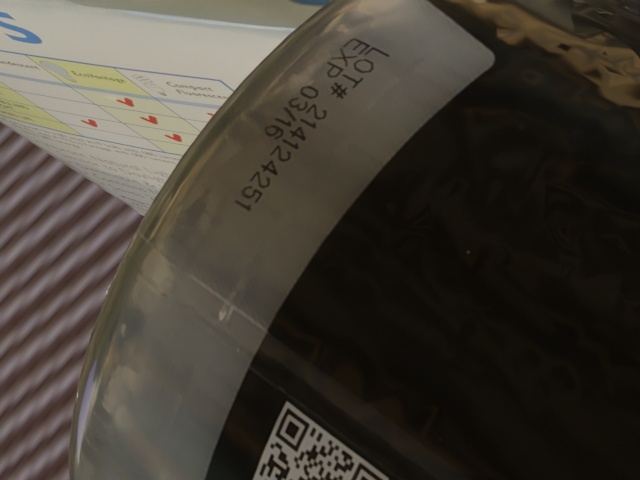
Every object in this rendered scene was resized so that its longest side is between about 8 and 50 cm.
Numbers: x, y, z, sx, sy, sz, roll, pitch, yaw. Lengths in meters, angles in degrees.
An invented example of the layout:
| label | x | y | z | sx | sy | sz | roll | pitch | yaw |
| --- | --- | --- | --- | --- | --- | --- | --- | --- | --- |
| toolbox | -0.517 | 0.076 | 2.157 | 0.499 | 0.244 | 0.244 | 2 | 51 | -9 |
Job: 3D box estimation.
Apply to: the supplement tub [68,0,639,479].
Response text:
| label | x | y | z | sx | sy | sz | roll | pitch | yaw |
| --- | --- | --- | --- | --- | --- | --- | --- | --- | --- |
| supplement tub | 0.116 | 0.083 | 0.368 | 0.316 | 0.193 | 0.193 | 35 | -99 | 34 |

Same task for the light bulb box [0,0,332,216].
| label | x | y | z | sx | sy | sz | roll | pitch | yaw |
| --- | --- | --- | --- | --- | --- | --- | --- | --- | --- |
| light bulb box | -0.006 | -0.136 | 0.936 | 0.358 | 0.361 | 0.225 | 11 | -105 | 35 |
